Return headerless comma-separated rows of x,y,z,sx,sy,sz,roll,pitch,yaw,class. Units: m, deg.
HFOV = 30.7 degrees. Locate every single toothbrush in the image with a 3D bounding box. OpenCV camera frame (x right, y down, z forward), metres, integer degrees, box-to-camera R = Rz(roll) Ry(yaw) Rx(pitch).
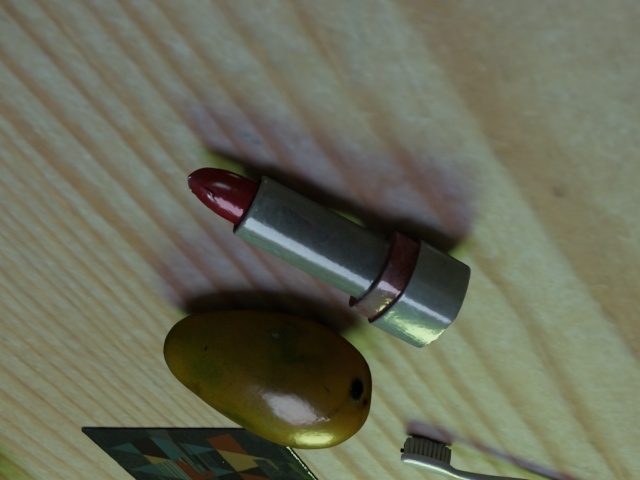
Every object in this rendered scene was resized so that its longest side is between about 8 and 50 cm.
0.205,0.219,1.011,0.288,0.024,0.021,18,148,-9,toothbrush

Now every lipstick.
0.000,-0.001,0.740,0.186,0.057,0.063,29,144,-12,lipstick

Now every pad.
-0.111,0.216,1.131,0.211,0.003,0.143,-5,142,25,pad

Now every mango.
-0.040,0.098,0.862,0.163,0.089,0.111,22,147,2,mango
